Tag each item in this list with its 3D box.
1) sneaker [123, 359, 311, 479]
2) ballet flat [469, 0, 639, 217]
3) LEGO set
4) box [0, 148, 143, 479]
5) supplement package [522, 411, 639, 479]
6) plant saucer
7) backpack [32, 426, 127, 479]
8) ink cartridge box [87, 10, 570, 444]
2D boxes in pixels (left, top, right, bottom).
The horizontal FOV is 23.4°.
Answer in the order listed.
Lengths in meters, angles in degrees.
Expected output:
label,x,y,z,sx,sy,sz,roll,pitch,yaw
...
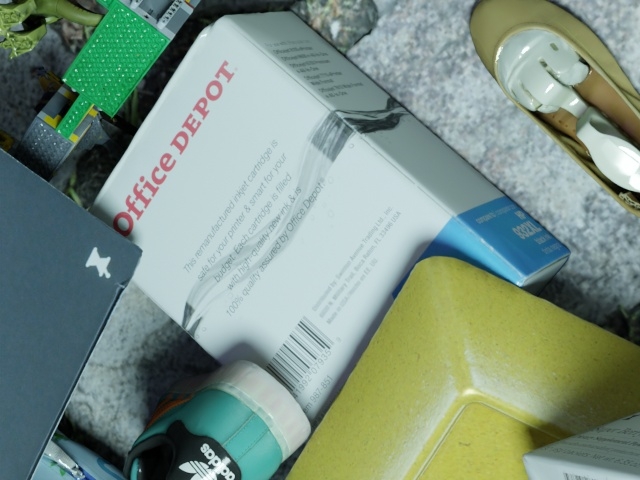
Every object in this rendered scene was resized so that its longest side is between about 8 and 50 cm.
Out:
label,x,y,z,sx,sy,sz,roll,pitch,yaw
sneaker,-0.110,0.178,1.220,0.108,0.121,0.302,47,156,1
ballet flat,0.192,-0.100,1.125,0.232,0.073,0.080,44,114,13
LEGO set,-0.215,-0.195,1.222,0.255,0.192,0.331,31,133,-3
box,-0.377,0.091,1.220,0.395,0.212,0.293,-7,53,49
supplement package,0.311,0.176,0.975,0.177,0.293,0.175,171,83,-71
plant saucer,0.144,0.221,1.120,0.333,0.081,0.332,25,113,-11
backpack,-0.229,0.324,1.330,0.356,0.273,0.290,29,113,6
ink cartridge box,0.000,0.000,1.206,0.307,0.129,0.223,42,115,13
